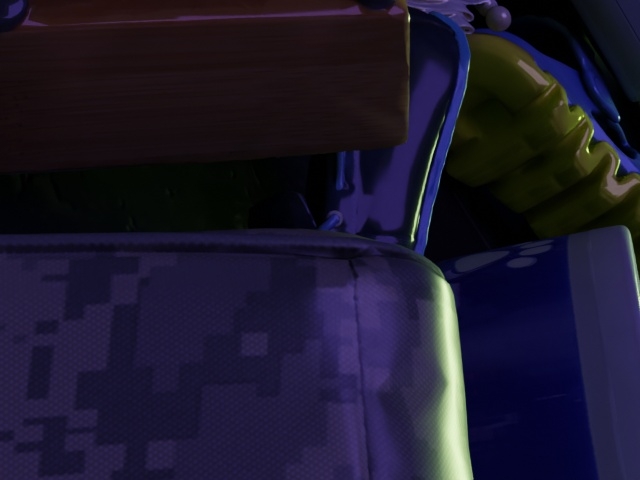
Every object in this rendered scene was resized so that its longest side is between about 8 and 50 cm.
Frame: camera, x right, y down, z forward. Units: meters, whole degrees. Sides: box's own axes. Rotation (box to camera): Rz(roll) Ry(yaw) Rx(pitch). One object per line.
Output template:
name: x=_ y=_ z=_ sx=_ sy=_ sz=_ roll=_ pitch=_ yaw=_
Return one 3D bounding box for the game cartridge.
game cartridge: x=0.195 y=-0.202 z=1.070 sx=0.198 sy=0.062 sz=0.297 roll=61 pitch=12 yaw=-11

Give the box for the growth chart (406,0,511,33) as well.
growth chart: x=0.006 y=-0.173 z=0.870 sx=0.237 sy=0.021 sz=0.172 roll=-8 pitch=48 yaw=-47

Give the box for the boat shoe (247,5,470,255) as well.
boat shoe: x=0.000 y=0.000 z=0.741 sx=0.089 sy=0.109 sz=0.258 roll=18 pitch=69 yaw=-12

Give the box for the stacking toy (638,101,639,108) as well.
stacking toy: x=0.477 y=-0.043 z=1.264 sx=0.479 sy=0.350 sz=0.351 roll=25 pitch=49 yaw=-21

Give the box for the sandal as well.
sandal: x=0.189 y=-0.038 z=0.998 sx=0.317 sy=0.126 sz=0.138 roll=52 pitch=33 yaw=-20

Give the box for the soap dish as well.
soap dish: x=-0.086 y=-0.178 z=0.658 sx=0.228 sy=0.118 sz=0.291 roll=-5 pitch=72 yaw=-20

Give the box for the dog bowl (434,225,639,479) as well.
dog bowl: x=0.127 y=0.130 z=0.738 sx=0.265 sy=0.104 sz=0.265 roll=-10 pitch=90 yaw=-78

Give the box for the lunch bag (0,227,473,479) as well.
lunch bag: x=-0.112 y=0.148 z=0.358 sx=0.305 sy=0.212 sz=0.256 roll=0 pitch=69 yaw=-13
